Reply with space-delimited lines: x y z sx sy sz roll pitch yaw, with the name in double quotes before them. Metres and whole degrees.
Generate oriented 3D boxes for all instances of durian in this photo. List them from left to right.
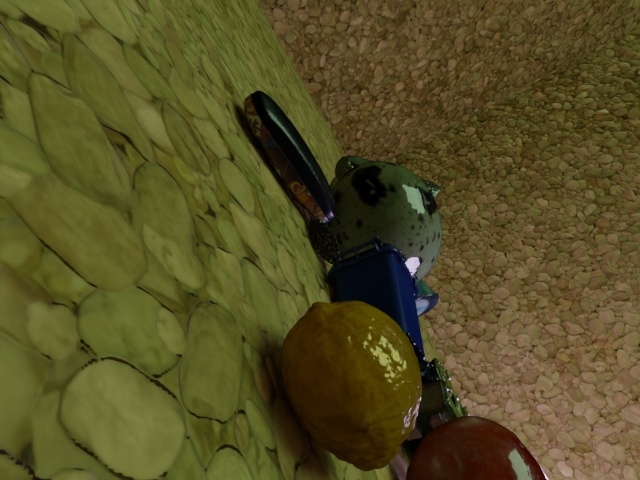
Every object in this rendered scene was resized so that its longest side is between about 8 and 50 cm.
"durian" 0.009 -0.005 0.861 0.130 0.052 0.066 60 12 20

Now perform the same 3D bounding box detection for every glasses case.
"glasses case" -0.056 -0.170 0.860 0.321 0.082 0.122 54 15 -34

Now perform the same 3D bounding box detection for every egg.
"egg" 0.173 -0.035 1.077 0.287 0.288 0.379 -100 170 -54

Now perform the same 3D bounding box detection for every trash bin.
"trash bin" 0.109 0.130 0.767 0.184 0.163 0.234 55 20 -32

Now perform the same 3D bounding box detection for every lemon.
"lemon" 0.035 0.148 0.421 0.142 0.142 0.187 -25 93 -79

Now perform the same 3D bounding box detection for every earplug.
"earplug" 0.306 0.135 1.584 0.185 0.185 0.323 47 15 -54

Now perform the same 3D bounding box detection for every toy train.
"toy train" 0.233 0.370 0.837 0.260 0.134 0.177 59 19 -21

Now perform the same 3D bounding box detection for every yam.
"yam" 0.201 -0.169 1.228 0.331 0.133 0.133 23 19 -5

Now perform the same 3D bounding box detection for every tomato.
"tomato" 0.249 0.396 0.618 0.232 0.189 0.231 18 55 -26

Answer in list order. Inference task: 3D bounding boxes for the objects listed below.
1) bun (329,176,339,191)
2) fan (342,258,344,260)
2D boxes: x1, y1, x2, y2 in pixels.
"bun" 0.183 -0.091 1.407 0.365 0.219 0.365 56 12 -18
"fan" 0.093 0.122 1.058 0.190 0.009 0.329 65 11 8
